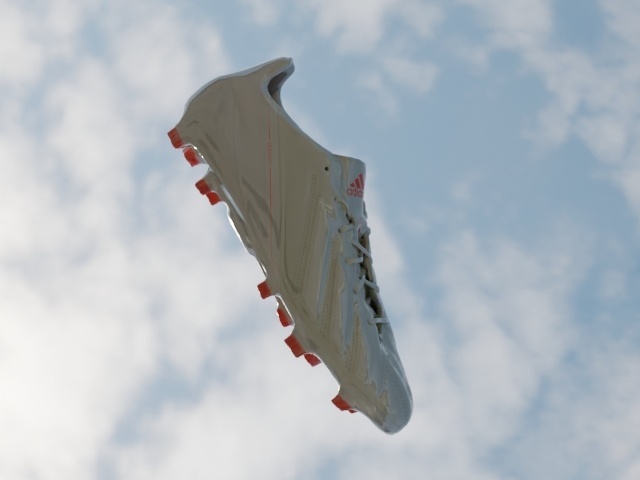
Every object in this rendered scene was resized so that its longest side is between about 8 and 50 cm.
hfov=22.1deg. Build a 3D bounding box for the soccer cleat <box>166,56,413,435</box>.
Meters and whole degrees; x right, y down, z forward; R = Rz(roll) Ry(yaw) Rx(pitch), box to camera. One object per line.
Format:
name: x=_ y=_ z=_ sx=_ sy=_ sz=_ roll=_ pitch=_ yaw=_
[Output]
soccer cleat: x=0.000 y=0.000 z=0.792 sx=0.076 sy=0.068 sz=0.196 roll=-31 pitch=-101 yaw=2
